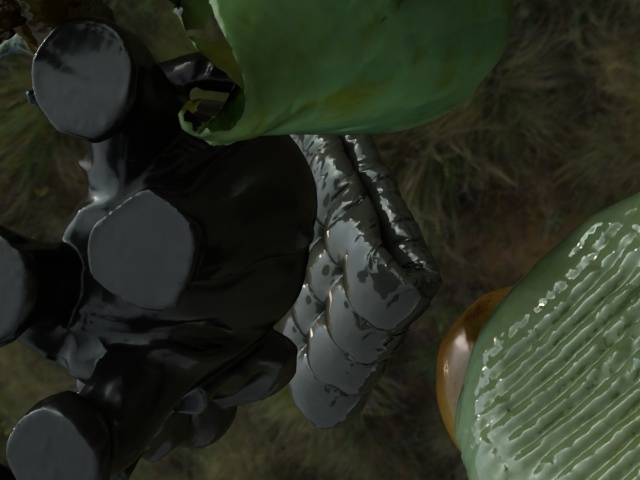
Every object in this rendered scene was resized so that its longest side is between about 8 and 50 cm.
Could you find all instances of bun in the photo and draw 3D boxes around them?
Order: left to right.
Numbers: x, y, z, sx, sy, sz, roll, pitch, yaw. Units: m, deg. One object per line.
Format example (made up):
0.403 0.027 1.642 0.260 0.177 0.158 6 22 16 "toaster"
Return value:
0.170 0.081 0.474 0.221 0.221 0.108 10 158 34 "bun"

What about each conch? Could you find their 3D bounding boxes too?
-0.002 -0.127 0.516 0.137 0.250 0.143 15 105 40 "conch"

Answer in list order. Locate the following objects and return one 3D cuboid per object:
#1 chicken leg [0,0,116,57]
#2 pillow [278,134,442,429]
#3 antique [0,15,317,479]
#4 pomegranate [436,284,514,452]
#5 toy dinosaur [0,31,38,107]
-0.204 -0.189 0.598 0.140 0.211 0.361 -25 145 9 "chicken leg"
0.000 0.000 1.011 0.326 0.101 0.228 63 144 35 "pillow"
-0.112 0.032 0.684 0.185 0.255 0.322 27 97 15 "antique"
0.259 0.167 1.114 0.264 0.264 0.264 23 137 24 "pomegranate"
-0.266 -0.228 0.981 0.147 0.076 0.363 -20 88 27 "toy dinosaur"
